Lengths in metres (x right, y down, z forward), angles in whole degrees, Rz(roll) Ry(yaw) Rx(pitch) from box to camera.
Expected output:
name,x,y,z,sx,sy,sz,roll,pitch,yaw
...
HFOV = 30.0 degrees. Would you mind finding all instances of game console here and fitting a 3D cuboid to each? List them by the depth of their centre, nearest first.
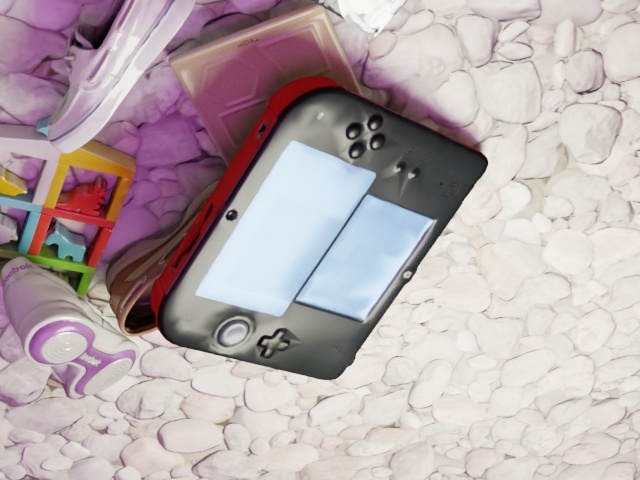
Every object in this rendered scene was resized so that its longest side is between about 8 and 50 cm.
name,x,y,z,sx,sy,sz,roll,pitch,yaw
game console,0.000,0.000,1.509,0.342,0.060,0.386,21,111,-37

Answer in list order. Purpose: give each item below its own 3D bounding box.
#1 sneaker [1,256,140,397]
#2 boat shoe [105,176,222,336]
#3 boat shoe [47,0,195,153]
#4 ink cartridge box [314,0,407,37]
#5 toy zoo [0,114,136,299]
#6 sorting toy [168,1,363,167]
name,x,y,z,sx,sy,sz,roll,pitch,yaw
sneaker,-0.333,0.112,1.594,0.114,0.152,0.305,-33,156,-7
boat shoe,-0.147,0.025,1.564,0.324,0.116,0.123,-36,129,23
boat shoe,-0.246,-0.212,1.352,0.084,0.095,0.258,31,111,-28
ink cartridge box,0.042,-0.347,1.291,0.208,0.045,0.206,26,125,-28
toy zoo,-0.355,-0.045,1.524,0.192,0.030,0.293,13,130,-21
sorting toy,-0.057,-0.184,1.440,0.193,0.038,0.208,-19,138,9
